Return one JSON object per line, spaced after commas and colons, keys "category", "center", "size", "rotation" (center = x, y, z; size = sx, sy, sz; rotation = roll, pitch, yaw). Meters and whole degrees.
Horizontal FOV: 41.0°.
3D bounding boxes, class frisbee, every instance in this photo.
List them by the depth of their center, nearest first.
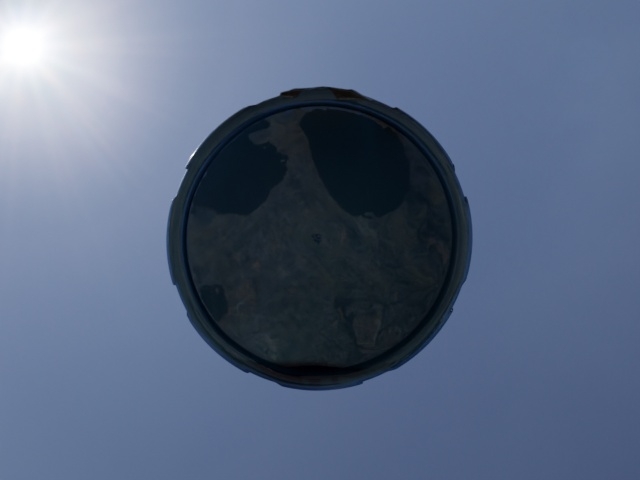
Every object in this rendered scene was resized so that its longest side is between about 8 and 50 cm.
{"category": "frisbee", "center": [0.000, 0.000, 0.683], "size": [0.242, 0.045, 0.242], "rotation": [-1, -81, -4]}
